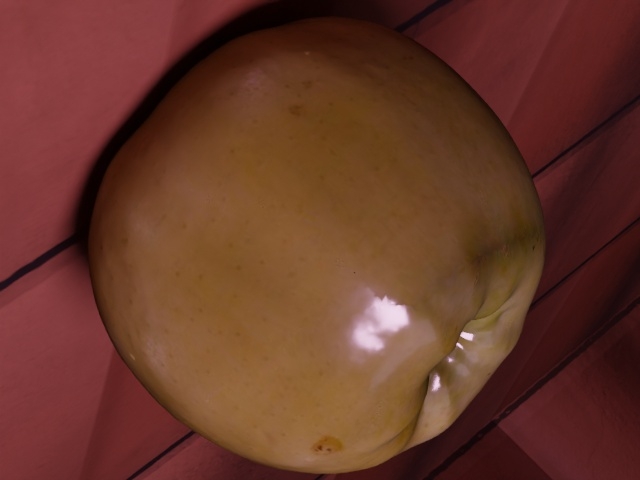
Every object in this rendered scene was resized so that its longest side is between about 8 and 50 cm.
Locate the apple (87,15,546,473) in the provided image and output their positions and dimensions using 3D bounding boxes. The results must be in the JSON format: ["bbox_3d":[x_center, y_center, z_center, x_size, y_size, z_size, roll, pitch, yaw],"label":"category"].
[{"bbox_3d":[0.000,0.000,1.027,0.262,0.262,0.262,-41,164,-15],"label":"apple"}]
